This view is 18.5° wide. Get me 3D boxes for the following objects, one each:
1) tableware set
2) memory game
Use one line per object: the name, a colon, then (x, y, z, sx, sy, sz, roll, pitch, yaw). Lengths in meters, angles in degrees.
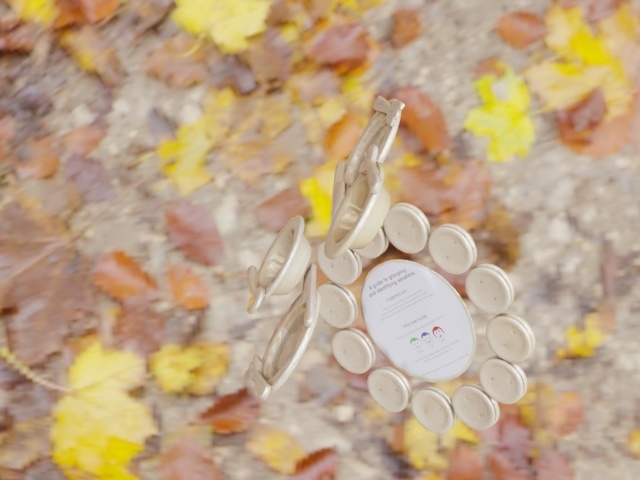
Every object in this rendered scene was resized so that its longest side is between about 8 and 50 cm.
tableware set: (0.000, 0.000, 1.052, 0.020, 0.141, 0.168, 27, 111, -13)
memory game: (0.071, 0.057, 1.408, 0.012, 0.186, 0.186, -37, 99, -44)
